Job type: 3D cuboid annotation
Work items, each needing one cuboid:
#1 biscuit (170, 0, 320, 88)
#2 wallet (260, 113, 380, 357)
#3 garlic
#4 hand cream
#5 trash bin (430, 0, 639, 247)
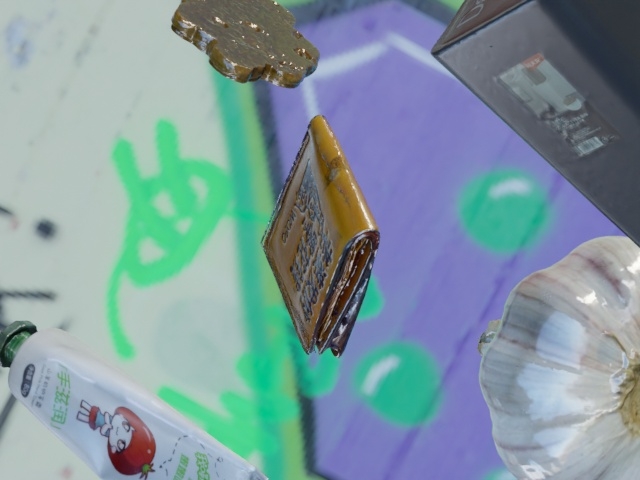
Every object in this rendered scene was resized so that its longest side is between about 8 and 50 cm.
[{"bbox_3d":[-0.102,-0.275,2.261,0.041,0.208,0.290,-62,6,27],"label":"biscuit"},{"bbox_3d":[-0.002,0.001,1.623,0.195,0.042,0.161,109,145,-45],"label":"wallet"},{"bbox_3d":[0.226,0.112,1.447,0.253,0.245,0.245,15,76,61],"label":"garlic"},{"bbox_3d":[-0.185,0.179,1.539,0.076,0.336,0.121,-7,-56,-51],"label":"hand cream"},{"bbox_3d":[0.205,-0.109,1.066,0.115,0.225,0.165,-25,27,46],"label":"trash bin"}]
